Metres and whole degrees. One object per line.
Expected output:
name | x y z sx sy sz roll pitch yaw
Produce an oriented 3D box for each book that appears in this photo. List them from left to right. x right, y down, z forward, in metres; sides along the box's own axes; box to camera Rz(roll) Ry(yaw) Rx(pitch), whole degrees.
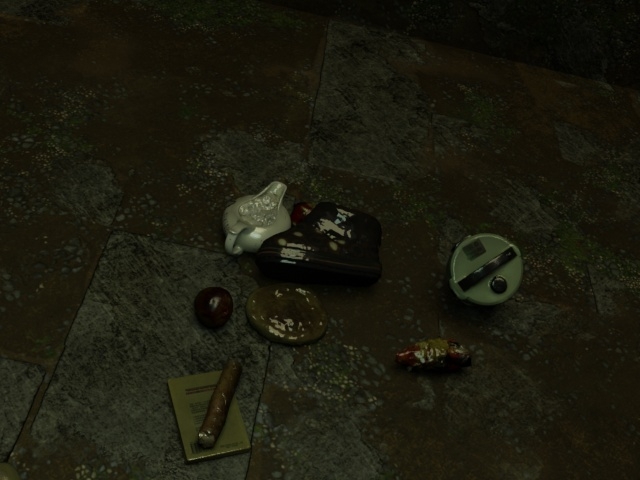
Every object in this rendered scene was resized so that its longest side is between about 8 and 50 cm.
book | -0.278 0.427 1.809 0.161 0.026 0.231 -5 48 -22

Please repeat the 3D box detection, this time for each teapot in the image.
teapot | -0.197 -0.050 2.222 0.208 0.166 0.300 34 37 4

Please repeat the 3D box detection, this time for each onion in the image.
onion | -0.038 -0.064 2.313 0.118 0.119 0.117 37 33 20

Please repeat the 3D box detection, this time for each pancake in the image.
pancake | -0.088 0.194 2.080 0.241 0.050 0.242 11 42 -10

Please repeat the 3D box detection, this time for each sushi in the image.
sushi | 0.307 0.314 2.047 0.225 0.103 0.097 3 72 -17

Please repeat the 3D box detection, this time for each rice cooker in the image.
rice cooker | 0.478 0.089 2.188 0.225 0.244 0.226 0 87 4

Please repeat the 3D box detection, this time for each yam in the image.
yam | -0.242 0.393 1.796 0.056 0.057 0.241 17 43 1

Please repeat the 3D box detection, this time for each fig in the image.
fig | -0.302 0.175 2.011 0.154 0.103 0.109 10 45 48

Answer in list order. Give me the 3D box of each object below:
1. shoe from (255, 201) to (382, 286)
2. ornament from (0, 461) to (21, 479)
shoe | 0.000 0.000 2.175 0.383 0.171 0.237 6 67 -16
ornament | -0.640 0.564 1.540 0.244 0.061 0.230 -27 58 -31
